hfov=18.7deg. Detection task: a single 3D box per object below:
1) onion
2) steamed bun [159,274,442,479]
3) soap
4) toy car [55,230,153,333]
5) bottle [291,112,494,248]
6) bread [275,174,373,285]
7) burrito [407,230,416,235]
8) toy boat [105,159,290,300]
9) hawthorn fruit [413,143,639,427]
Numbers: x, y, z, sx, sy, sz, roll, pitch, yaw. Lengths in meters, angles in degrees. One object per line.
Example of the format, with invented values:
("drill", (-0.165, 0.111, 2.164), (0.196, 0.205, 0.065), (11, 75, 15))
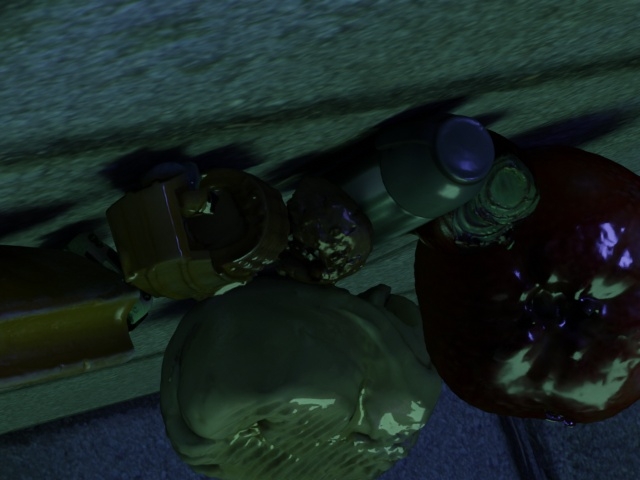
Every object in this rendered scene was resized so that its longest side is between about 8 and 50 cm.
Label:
("onion", (0.128, -0.042, 1.697), (0.117, 0.118, 0.118), (-29, 176, -13))
("steamed bun", (-0.017, 0.153, 2.365), (0.352, 0.247, 0.339), (8, 153, -16))
("soap", (-0.262, 0.059, 1.403), (0.232, 0.073, 0.140), (-10, -155, -44))
("toy car", (-0.197, 0.045, 1.627), (0.076, 0.090, 0.224), (-45, -174, -28))
("bottle", (0.050, -0.045, 1.624), (0.096, 0.079, 0.254), (27, 155, -20))
("bread", (0.000, 0.000, 1.598), (0.060, 0.082, 0.113), (-55, 173, -28))
("burrito", (0.100, -0.029, 2.008), (0.058, 0.045, 0.188), (-47, 161, 17))
("toy boat", (-0.085, -0.009, 1.468), (0.115, 0.089, 0.310), (-16, 174, 3))
("hawthorn fruit", (0.246, 0.022, 1.983), (0.285, 0.284, 0.369), (-21, -165, 26))
